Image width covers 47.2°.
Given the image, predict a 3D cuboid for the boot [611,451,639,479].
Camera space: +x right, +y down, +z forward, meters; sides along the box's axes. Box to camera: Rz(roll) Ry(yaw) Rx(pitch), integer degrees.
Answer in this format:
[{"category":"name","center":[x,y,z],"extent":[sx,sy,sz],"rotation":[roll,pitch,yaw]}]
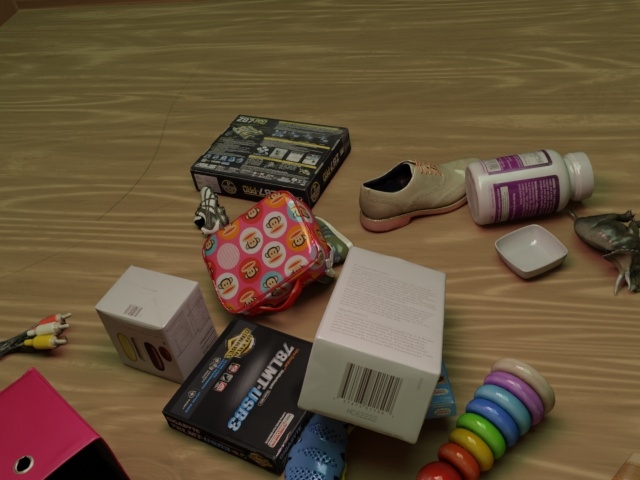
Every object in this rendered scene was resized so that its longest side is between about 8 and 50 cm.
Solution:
[{"category":"boot","center":[0.610,0.500,1.253],"extent":[0.248,0.090,0.207],"rotation":[20,61,29]}]

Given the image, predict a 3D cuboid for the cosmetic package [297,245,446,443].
[{"category":"cosmetic package","center":[0.119,0.186,1.476],"extent":[0.230,0.161,0.453],"rotation":[17,23,5]}]

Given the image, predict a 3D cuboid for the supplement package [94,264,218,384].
[{"category":"supplement package","center":[-0.372,0.194,1.692],"extent":[0.194,0.203,0.149],"rotation":[12,46,25]}]

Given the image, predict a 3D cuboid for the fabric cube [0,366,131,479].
[{"category":"fabric cube","center":[-0.542,0.452,1.394],"extent":[0.258,0.259,0.254],"rotation":[29,56,36]}]

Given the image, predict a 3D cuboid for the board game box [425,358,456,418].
[{"category":"board game box","center":[0.187,0.300,1.527],"extent":[0.160,0.039,0.211],"rotation":[-7,19,4]}]

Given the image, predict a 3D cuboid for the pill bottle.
[{"category":"pill bottle","center":[0.542,-0.145,1.912],"extent":[0.302,0.169,0.169],"rotation":[-9,41,1]}]

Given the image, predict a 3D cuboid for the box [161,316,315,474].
[{"category":"box","center":[-0.140,0.325,1.597],"extent":[0.293,0.073,0.295],"rotation":[15,47,28]}]

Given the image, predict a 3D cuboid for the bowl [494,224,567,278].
[{"category":"bowl","center":[0.515,0.034,1.802],"extent":[0.142,0.053,0.142],"rotation":[-22,43,-13]}]

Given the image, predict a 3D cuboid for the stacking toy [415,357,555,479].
[{"category":"stacking toy","center":[0.305,0.381,1.403],"extent":[0.141,0.141,0.330],"rotation":[28,58,36]}]

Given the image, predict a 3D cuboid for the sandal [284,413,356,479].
[{"category":"sandal","center":[0.012,0.373,1.461],"extent":[0.126,0.138,0.317],"rotation":[9,46,19]}]

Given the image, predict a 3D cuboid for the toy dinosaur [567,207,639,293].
[{"category":"toy dinosaur","center":[0.697,-0.019,1.775],"extent":[0.160,0.121,0.313],"rotation":[-14,43,-24]}]

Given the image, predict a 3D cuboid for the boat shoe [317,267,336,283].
[{"category":"boat shoe","center":[-0.108,0.058,1.899],"extent":[0.319,0.116,0.099],"rotation":[22,93,23]}]

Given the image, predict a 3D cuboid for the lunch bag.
[{"category":"lunch bag","center":[-0.125,0.050,1.772],"extent":[0.293,0.120,0.258],"rotation":[-32,65,13]}]

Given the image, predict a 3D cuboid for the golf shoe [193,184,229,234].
[{"category":"golf shoe","center":[-0.328,-0.088,2.100],"extent":[0.094,0.077,0.198],"rotation":[-22,41,-12]}]

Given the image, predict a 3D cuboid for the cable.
[{"category":"cable","center":[-0.750,0.240,1.819],"extent":[0.287,0.072,0.139],"rotation":[-11,35,0]}]

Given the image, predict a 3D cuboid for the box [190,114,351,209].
[{"category":"box","center":[-0.148,-0.248,2.230],"extent":[0.395,0.097,0.318],"rotation":[11,47,23]}]

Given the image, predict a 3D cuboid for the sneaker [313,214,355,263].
[{"category":"sneaker","center":[0.000,0.000,1.937],"extent":[0.086,0.064,0.192],"rotation":[-31,48,-29]}]

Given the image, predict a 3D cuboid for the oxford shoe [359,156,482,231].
[{"category":"oxford shoe","center":[0.287,-0.155,1.992],"extent":[0.397,0.146,0.140],"rotation":[-24,42,-16]}]
